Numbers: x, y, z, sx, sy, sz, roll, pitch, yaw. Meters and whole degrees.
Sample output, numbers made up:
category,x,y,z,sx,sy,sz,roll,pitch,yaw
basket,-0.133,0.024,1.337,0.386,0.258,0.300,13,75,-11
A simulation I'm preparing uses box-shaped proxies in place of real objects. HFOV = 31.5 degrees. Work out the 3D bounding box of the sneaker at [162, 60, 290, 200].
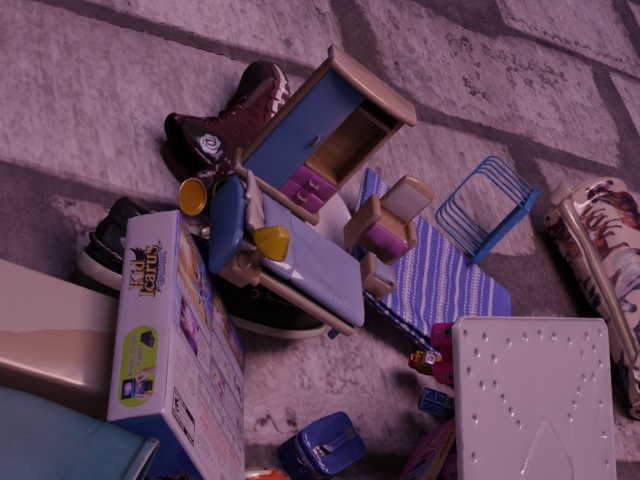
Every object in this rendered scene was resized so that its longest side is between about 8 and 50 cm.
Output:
category,x,y,z,sx,sy,sz,roll,pitch,yaw
sneaker,-0.134,-0.167,1.565,0.162,0.106,0.281,21,45,-25

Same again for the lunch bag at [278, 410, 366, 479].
category,x,y,z,sx,sy,sz,roll,pitch,yaw
lunch bag,0.003,0.249,1.357,0.098,0.065,0.067,-21,72,-50

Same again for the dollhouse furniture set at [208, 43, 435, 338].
category,x,y,z,sx,sy,sz,roll,pitch,yaw
dollhouse furniture set,0.043,-0.030,1.333,0.286,0.198,0.303,34,28,-23

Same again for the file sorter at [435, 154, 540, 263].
category,x,y,z,sx,sy,sz,roll,pitch,yaw
file sorter,0.260,-0.056,1.788,0.104,0.118,0.170,43,20,3

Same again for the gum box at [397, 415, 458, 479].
category,x,y,z,sx,sy,sz,roll,pitch,yaw
gum box,0.143,0.306,1.404,0.062,0.107,0.188,43,39,-4

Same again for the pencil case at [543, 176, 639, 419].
category,x,y,z,sx,sy,sz,roll,pitch,yaw
pencil case,0.511,0.090,1.892,0.183,0.160,0.410,19,44,-51

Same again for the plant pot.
category,x,y,z,sx,sy,sz,roll,pitch,yaw
plant pot,-0.310,0.234,0.946,0.255,0.272,0.272,27,40,0

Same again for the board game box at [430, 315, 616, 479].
category,x,y,z,sx,sy,sz,roll,pitch,yaw
board game box,0.260,0.290,1.398,0.390,0.050,0.390,6,81,-51

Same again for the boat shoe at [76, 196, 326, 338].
category,x,y,z,sx,sy,sz,roll,pitch,yaw
boat shoe,-0.118,0.028,1.370,0.340,0.113,0.127,19,11,-27

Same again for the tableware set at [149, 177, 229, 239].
category,x,y,z,sx,sy,sz,roll,pitch,yaw
tableware set,-0.164,-0.026,1.430,0.154,0.024,0.104,-11,103,-46

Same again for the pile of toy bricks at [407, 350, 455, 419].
category,x,y,z,sx,sy,sz,roll,pitch,yaw
pile of toy bricks,0.209,0.229,1.544,0.212,0.105,0.118,19,73,-9

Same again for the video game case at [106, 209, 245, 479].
category,x,y,z,sx,sy,sz,roll,pitch,yaw
video game case,-0.141,0.146,1.192,0.269,0.061,0.244,71,14,-49

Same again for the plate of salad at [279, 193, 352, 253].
category,x,y,z,sx,sy,sz,roll,pitch,yaw
plate of salad,0.000,0.000,1.549,0.200,0.048,0.200,38,40,-41

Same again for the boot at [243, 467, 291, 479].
category,x,y,z,sx,sy,sz,roll,pitch,yaw
boot,-0.031,0.295,1.295,0.158,0.059,0.085,7,48,-38

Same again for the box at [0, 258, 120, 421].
category,x,y,z,sx,sy,sz,roll,pitch,yaw
box,-0.354,0.094,1.100,0.311,0.148,0.121,21,45,-27

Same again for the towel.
category,x,y,z,sx,sy,sz,roll,pitch,yaw
towel,0.171,0.069,1.648,0.336,0.040,0.243,40,37,-25
